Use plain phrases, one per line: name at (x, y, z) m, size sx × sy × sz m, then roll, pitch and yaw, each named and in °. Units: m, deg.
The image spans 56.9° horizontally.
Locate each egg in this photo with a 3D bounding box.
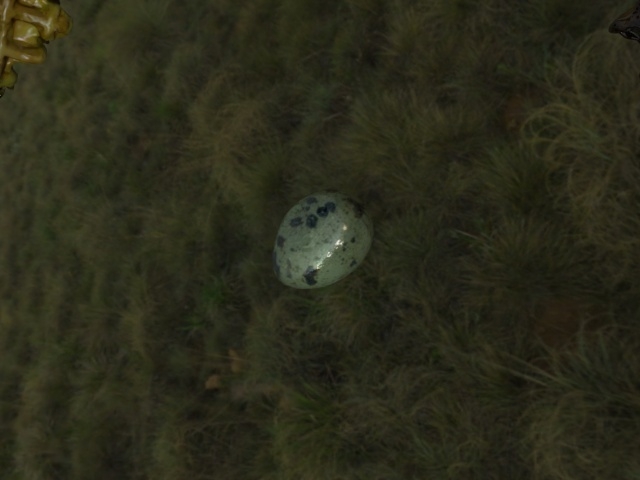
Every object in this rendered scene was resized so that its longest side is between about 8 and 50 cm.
egg at (0.000, 0.000, 0.934) m, size 0.181 × 0.141 × 0.141 m, roll -43°, pitch 36°, yaw -2°

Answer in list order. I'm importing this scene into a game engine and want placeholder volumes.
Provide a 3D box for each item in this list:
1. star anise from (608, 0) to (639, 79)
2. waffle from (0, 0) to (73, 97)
star anise at (0.238, -0.061, 0.248) m, size 0.177 × 0.233 × 0.073 m, roll -104°, pitch 31°, yaw -53°
waffle at (-0.424, -0.266, 0.590) m, size 0.329 × 0.329 × 0.062 m, roll -58°, pitch 37°, yaw 20°
